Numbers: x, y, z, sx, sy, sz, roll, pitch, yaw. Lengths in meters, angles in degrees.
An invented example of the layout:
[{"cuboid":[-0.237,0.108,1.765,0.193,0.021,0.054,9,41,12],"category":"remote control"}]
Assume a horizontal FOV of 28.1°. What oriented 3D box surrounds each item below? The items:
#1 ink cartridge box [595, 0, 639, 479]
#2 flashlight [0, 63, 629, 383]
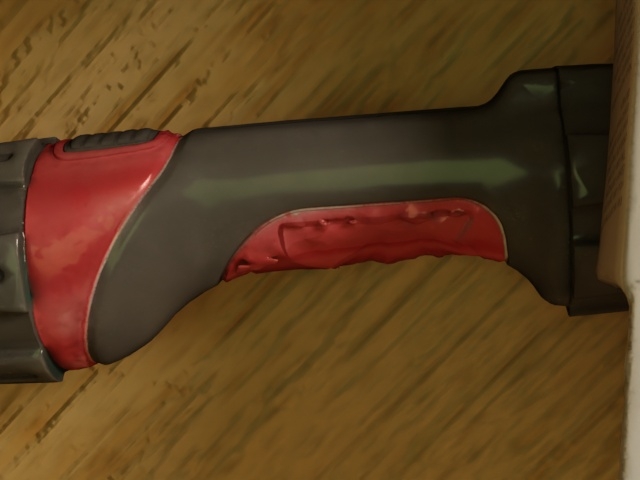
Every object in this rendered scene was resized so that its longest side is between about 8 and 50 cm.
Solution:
[{"cuboid":[0.260,-0.050,0.415,0.324,0.071,0.330,6,77,5],"category":"ink cartridge box"},{"cuboid":[0.000,0.000,0.506,0.304,0.103,0.103,-3,62,5],"category":"flashlight"}]
